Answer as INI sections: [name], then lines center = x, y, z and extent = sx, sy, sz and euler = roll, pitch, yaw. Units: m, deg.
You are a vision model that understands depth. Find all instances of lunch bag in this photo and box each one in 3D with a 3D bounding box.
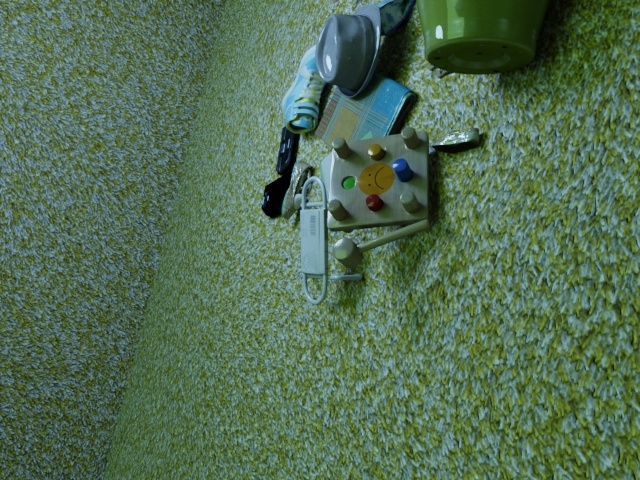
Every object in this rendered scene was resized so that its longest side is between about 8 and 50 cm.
[lunch bag]
center = 0.202, -0.685, 2.064
extent = 0.151, 0.096, 0.129
euler = -44, 25, -13

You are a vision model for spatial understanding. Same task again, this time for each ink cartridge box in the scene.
[ink cartridge box]
center = 0.079, -0.188, 1.942
extent = 0.235, 0.056, 0.171
euler = 142, 122, -59

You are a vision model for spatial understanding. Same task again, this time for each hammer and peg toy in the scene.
[hammer and peg toy]
center = 0.147, -0.099, 1.673
extent = 0.266, 0.127, 0.361
euler = -7, 62, 20

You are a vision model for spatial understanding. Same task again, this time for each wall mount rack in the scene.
[wall mount rack]
center = 0.000, 0.000, 1.919
extent = 0.304, 0.131, 0.350
euler = 2, 92, 57

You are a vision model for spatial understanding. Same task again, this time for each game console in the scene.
[game console]
center = -0.122, -0.265, 2.433
extent = 0.213, 0.044, 0.361
euler = -22, 55, 53

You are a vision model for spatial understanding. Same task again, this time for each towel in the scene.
[towel]
center = 0.122, -0.368, 2.026
extent = 0.271, 0.040, 0.370
euler = -63, 35, 14

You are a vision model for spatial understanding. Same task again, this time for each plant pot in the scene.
[plant pot]
center = 0.356, -0.566, 1.493
extent = 0.366, 0.367, 0.352
euler = -3, 82, 60

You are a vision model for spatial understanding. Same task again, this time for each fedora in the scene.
[fedora]
center = 0.067, -0.564, 1.998
extent = 0.244, 0.124, 0.275
euler = 29, 113, 59

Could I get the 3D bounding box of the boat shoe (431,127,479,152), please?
[boat shoe]
center = 0.325, -0.239, 1.622
extent = 0.135, 0.050, 0.045
euler = 0, 70, 50

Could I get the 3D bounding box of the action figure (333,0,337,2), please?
[action figure]
center = 0.159, -0.917, 2.240
extent = 0.370, 0.248, 0.275
euler = -47, 63, 35

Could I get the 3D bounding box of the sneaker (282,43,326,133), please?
[sneaker]
center = -0.029, -0.498, 2.329
extent = 0.208, 0.127, 0.319
euler = -96, 27, -42

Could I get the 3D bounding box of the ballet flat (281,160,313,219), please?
[ballet flat]
center = -0.072, -0.166, 2.258
extent = 0.067, 0.073, 0.206
euler = 10, 82, 25

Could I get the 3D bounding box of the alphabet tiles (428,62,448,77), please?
[alphabet tiles]
center = 0.336, -0.555, 1.773
extent = 0.198, 0.009, 0.237
euler = 156, 117, -63
